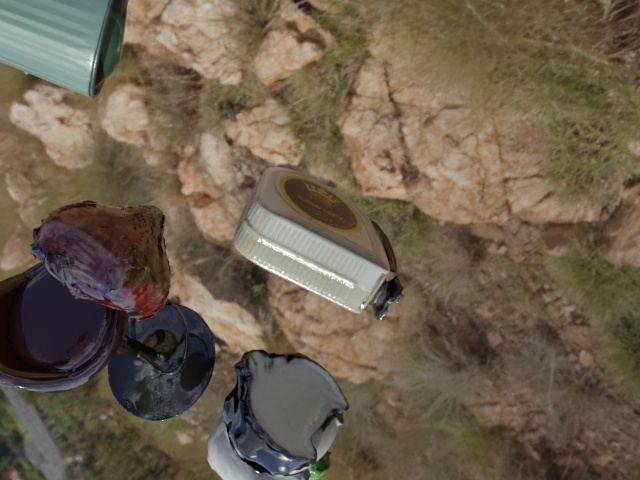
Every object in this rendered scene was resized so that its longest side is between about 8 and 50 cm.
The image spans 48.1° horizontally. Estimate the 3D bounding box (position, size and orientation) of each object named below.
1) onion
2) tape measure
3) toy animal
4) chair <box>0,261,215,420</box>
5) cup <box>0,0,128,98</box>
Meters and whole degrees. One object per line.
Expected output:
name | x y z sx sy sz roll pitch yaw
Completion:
onion | -0.254 0.011 0.880 0.184 0.147 0.184 31 162 11
tape measure | 0.000 0.000 1.180 0.271 0.231 0.133 26 114 -8
toy animal | -0.075 0.323 1.209 0.212 0.212 0.267 39 140 16
chair | -0.354 0.162 1.176 0.226 0.227 0.401 30 172 25
cup | -0.586 -0.513 1.484 0.392 0.401 0.310 17 119 -14
